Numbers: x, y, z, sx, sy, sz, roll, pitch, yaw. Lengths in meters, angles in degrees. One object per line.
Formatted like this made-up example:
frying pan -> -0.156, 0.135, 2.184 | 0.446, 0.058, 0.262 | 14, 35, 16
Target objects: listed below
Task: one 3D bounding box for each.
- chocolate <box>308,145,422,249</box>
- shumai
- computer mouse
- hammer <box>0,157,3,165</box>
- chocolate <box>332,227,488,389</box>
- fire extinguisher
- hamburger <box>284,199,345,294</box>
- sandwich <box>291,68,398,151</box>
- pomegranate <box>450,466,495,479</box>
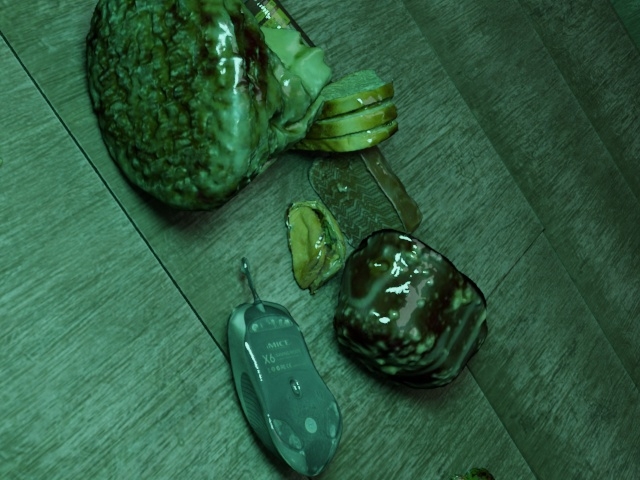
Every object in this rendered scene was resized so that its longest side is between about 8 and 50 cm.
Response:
chocolate -> 0.086, -0.090, 1.801 | 0.214, 0.148, 0.093 | 58, 39, -8
shumai -> -0.143, -0.245, 1.515 | 0.348, 0.395, 0.395 | -11, 79, -43
computer mouse -> -0.082, 0.208, 1.553 | 0.167, 0.090, 0.379 | 0, 65, -48
hammer -> -0.511, -0.059, 1.329 | 0.060, 0.028, 0.195 | 38, 46, -15
chocolate -> 0.152, 0.149, 1.693 | 0.340, 0.225, 0.210 | 45, 62, -43
fire extinguisher -> -0.047, -0.390, 1.865 | 0.252, 0.075, 0.106 | 47, 46, -15
hamburger -> 0.005, 0.003, 1.716 | 0.087, 0.102, 0.176 | 18, 59, -50
sandwich -> 0.074, -0.250, 1.778 | 0.288, 0.254, 0.099 | -31, 112, -43
pomegranate -> 0.294, 0.461, 1.793 | 0.084, 0.073, 0.073 | 47, 45, 5
